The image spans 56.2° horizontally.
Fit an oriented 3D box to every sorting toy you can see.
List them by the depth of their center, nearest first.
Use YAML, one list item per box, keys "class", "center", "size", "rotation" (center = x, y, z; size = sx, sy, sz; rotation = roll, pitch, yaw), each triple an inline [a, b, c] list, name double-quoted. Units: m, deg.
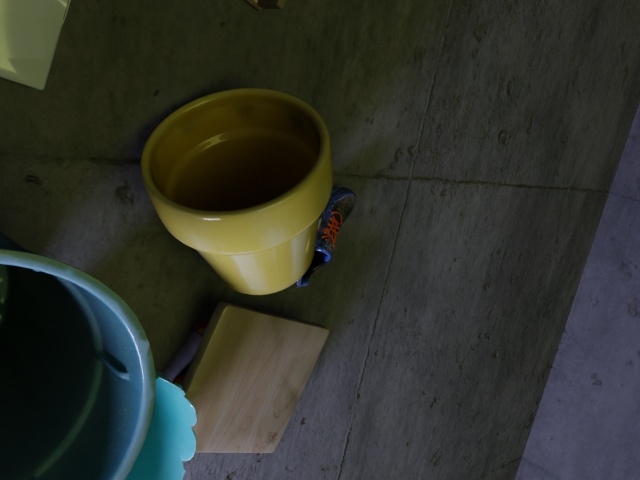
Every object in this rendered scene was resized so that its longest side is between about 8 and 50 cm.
- class: "sorting toy"
  center: [-0.144, 0.236, 1.061]
  size: [0.255, 0.089, 0.257]
  rotation: [22, 94, -45]

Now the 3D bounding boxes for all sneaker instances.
- class: "sneaker"
  center: [0.000, 0.000, 1.085]
  size: [0.221, 0.087, 0.083]
  rotation: [-55, 136, -9]

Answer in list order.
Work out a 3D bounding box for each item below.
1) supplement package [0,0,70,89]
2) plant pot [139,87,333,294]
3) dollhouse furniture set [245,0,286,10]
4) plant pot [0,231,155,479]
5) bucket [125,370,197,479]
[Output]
- class: "supplement package"
  center: [-0.395, -0.273, 0.533]
  size: [0.293, 0.175, 0.177]
  rotation: [14, 98, -45]
- class: "plant pot"
  center: [-0.103, -0.050, 0.873]
  size: [0.254, 0.254, 0.239]
  rotation: [-38, 146, -23]
- class: "dollhouse furniture set"
  center: [-0.055, -0.405, 0.803]
  size: [0.123, 0.151, 0.144]
  rotation: [22, 91, -46]
- class: "plant pot"
  center: [-0.396, 0.113, 0.598]
  size: [0.341, 0.334, 0.341]
  rotation: [-20, 122, -35]
- class: "bucket"
  center: [-0.334, 0.271, 0.836]
  size: [0.281, 0.183, 0.281]
  rotation: [-19, 121, -35]
